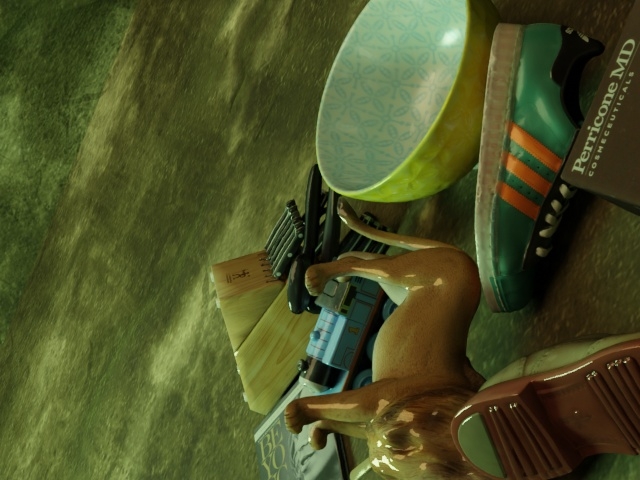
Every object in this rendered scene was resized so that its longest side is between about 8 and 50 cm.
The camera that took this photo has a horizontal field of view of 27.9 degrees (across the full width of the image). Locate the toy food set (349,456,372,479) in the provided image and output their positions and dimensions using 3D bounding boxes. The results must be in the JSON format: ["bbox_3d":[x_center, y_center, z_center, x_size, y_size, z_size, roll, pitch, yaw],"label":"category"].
[{"bbox_3d":[0.091,0.319,1.391,0.132,0.038,0.192,-44,47,47],"label":"toy food set"}]

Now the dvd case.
[{"bbox_3d":[-0.026,0.282,1.634,0.164,0.018,0.221,-51,33,32],"label":"dvd case"}]

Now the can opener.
[{"bbox_3d":[0.000,0.000,1.564,0.073,0.059,0.186,-56,-23,-88],"label":"can opener"}]

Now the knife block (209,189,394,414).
[{"bbox_3d":[-0.012,0.075,1.690,0.088,0.242,0.276,-109,5,-57],"label":"knife block"}]

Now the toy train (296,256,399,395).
[{"bbox_3d":[0.036,0.112,1.542,0.080,0.105,0.184,24,92,63],"label":"toy train"}]

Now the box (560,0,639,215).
[{"bbox_3d":[0.380,-0.079,1.029,0.381,0.143,0.191,29,97,64],"label":"box"}]

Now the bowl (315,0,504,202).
[{"bbox_3d":[0.137,-0.161,1.493,0.289,0.156,0.289,-40,39,42],"label":"bowl"}]

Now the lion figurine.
[{"bbox_3d":[0.104,0.113,1.342,0.240,0.142,0.392,-5,60,18],"label":"lion figurine"}]

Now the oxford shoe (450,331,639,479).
[{"bbox_3d":[0.274,0.114,1.110,0.348,0.123,0.130,-16,21,40],"label":"oxford shoe"}]

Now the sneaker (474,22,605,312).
[{"bbox_3d":[0.228,-0.070,1.321,0.108,0.121,0.302,-20,-67,-72],"label":"sneaker"}]
